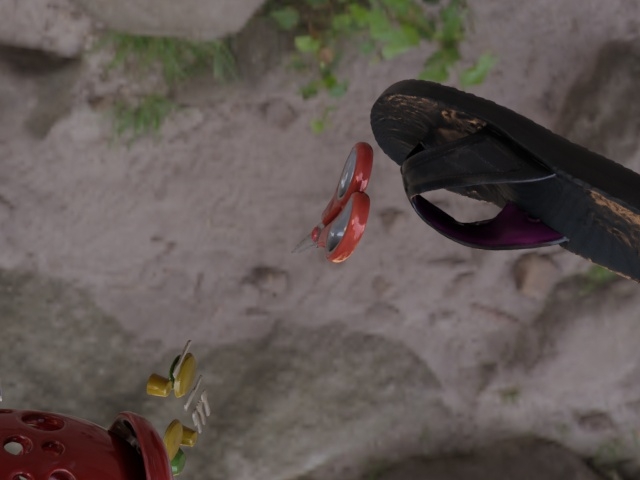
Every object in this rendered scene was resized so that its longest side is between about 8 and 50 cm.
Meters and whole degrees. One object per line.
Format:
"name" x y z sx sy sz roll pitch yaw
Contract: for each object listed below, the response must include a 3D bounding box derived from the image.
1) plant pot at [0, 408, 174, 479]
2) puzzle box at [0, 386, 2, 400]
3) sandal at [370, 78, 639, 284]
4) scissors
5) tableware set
"plant pot" -0.211 0.227 1.132 0.174 0.191 0.191 2 139 -22
"puzzle box" -0.527 0.006 1.821 0.052 0.272 0.409 -20 141 5
"sandal" 0.184 -0.050 1.464 0.107 0.446 0.167 -44 132 -17
"scissors" 0.000 0.000 1.411 0.021 0.109 0.297 12 155 -13
"tableware set" -0.154 0.180 1.510 0.024 0.104 0.154 14 146 16
